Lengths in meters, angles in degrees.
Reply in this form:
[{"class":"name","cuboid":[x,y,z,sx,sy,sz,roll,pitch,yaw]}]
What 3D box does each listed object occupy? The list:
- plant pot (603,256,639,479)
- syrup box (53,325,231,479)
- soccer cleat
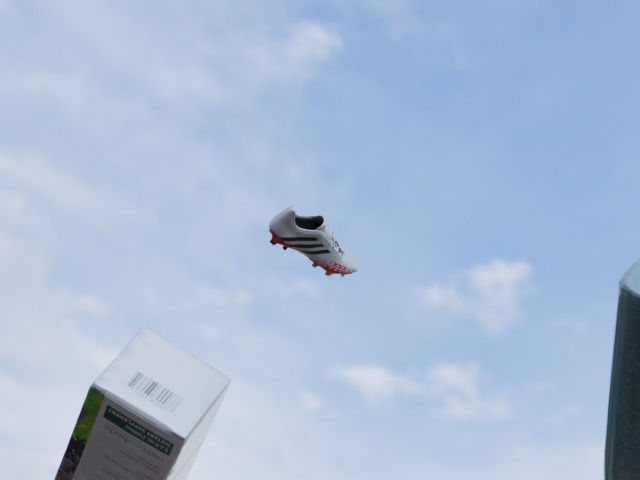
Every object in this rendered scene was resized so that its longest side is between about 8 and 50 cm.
[{"class":"plant pot","cuboid":[0.307,0.124,0.995,0.247,0.248,0.252,24,-54,26]},{"class":"syrup box","cuboid":[-0.170,0.198,1.537,0.093,0.096,0.237,31,-50,6]},{"class":"soccer cleat","cuboid":[0.000,0.000,1.278,0.083,0.029,0.035,27,-58,-27]}]
